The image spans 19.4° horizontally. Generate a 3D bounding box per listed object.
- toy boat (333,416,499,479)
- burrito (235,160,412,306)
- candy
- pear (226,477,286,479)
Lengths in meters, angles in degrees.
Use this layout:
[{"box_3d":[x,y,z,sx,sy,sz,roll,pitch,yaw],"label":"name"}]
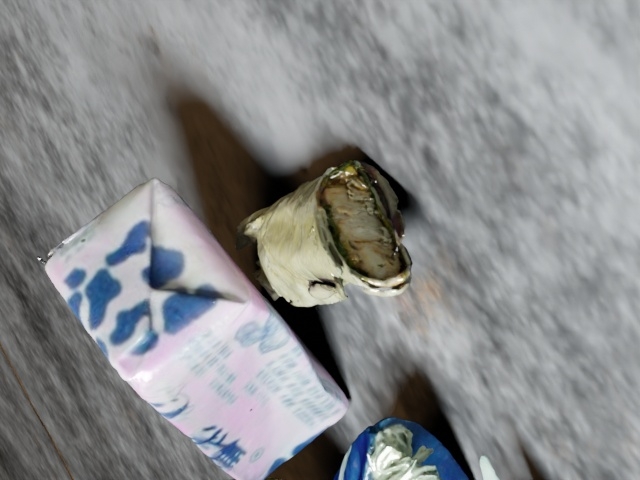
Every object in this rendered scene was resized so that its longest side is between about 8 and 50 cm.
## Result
[{"box_3d":[0.087,0.157,0.759,0.210,0.070,0.291,55,155,4],"label":"toy boat"},{"box_3d":[0.000,0.000,0.769,0.149,0.041,0.055,165,88,-72],"label":"burrito"},{"box_3d":[-0.056,0.045,0.861,0.092,0.073,0.160,51,179,30],"label":"candy"},{"box_3d":[-0.034,0.199,0.933,0.167,0.136,0.167,178,90,-66],"label":"pear"}]
